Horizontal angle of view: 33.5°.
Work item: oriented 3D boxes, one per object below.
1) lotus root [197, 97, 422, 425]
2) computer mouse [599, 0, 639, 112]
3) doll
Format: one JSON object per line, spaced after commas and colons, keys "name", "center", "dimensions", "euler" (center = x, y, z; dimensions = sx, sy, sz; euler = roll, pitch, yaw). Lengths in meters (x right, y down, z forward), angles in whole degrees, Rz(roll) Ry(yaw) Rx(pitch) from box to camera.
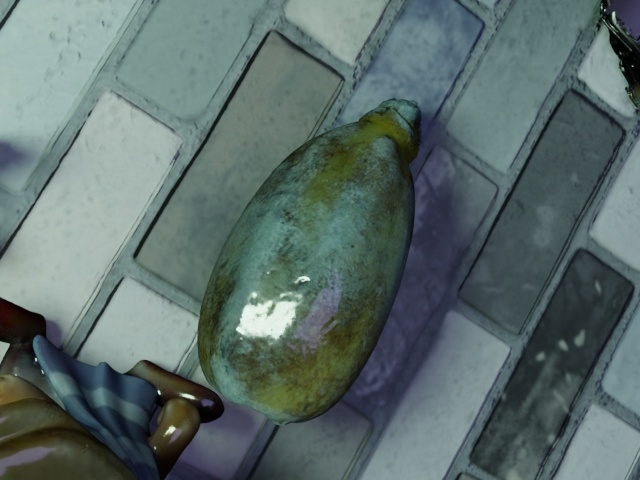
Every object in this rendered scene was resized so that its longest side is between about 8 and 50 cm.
{"name": "lotus root", "center": [0.000, 0.000, 0.928], "dimensions": [0.140, 0.158, 0.322], "euler": [36, 72, -45]}
{"name": "computer mouse", "center": [0.386, -0.203, 1.114], "dimensions": [0.241, 0.077, 0.146], "euler": [47, 74, -17]}
{"name": "doll", "center": [-0.215, 0.158, 0.772], "dimensions": [0.318, 0.340, 0.209], "euler": [-5, 101, -11]}
